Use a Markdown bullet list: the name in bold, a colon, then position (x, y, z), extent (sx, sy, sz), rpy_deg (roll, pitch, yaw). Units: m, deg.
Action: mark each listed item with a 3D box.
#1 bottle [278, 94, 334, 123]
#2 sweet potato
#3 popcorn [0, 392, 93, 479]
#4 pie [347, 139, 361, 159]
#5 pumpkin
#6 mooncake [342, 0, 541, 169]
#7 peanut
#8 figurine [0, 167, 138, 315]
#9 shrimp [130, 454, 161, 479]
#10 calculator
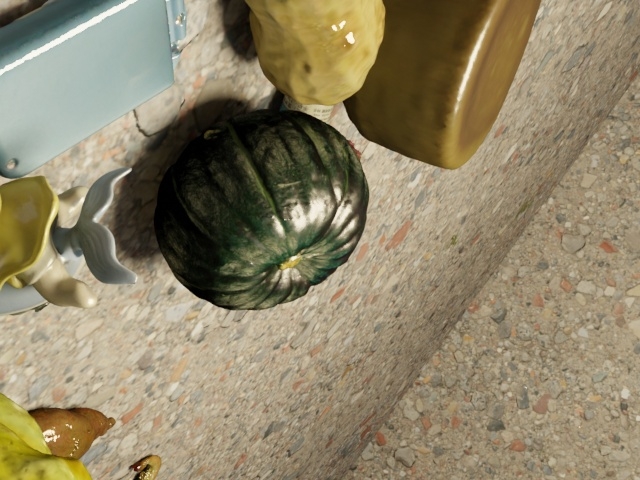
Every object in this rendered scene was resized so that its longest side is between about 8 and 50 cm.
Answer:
- **bottle**: position (-0.036, -0.092, 0.950), extent (0.060, 0.060, 0.217), rpy_deg (-27, 146, -48)
- **sweet potato**: position (-0.284, 0.223, 0.946), extent (0.068, 0.068, 0.226), rpy_deg (-53, 159, 4)
- **popcorn**: position (-0.321, 0.244, 0.623), extent (0.321, 0.290, 0.325), rpy_deg (-28, 120, -39)
- **pie**: position (-0.008, -0.046, 1.037), extent (0.182, 0.050, 0.182), rpy_deg (-61, -178, 4)
- **pumpkin**: position (-0.058, -0.029, 0.845), extent (0.221, 0.161, 0.220), rpy_deg (-19, 145, -14)
- **mooncake**: position (0.134, -0.226, 0.909), extent (0.284, 0.156, 0.284), rpy_deg (-57, 161, -32)
- **peanut**: position (-0.011, -0.223, 0.703), extent (0.130, 0.130, 0.290), rpy_deg (-47, 159, -11)
- **figurine**: position (-0.234, -0.002, 0.575), extent (0.209, 0.128, 0.183), rpy_deg (-11, 152, -1)
- **shrimp**: position (-0.279, 0.362, 1.235), extent (0.114, 0.023, 0.083), rpy_deg (-45, 155, -32)
- **calculator**: position (-0.182, -0.128, 0.623), extent (0.210, 0.039, 0.121), rpy_deg (-40, 154, -27)
